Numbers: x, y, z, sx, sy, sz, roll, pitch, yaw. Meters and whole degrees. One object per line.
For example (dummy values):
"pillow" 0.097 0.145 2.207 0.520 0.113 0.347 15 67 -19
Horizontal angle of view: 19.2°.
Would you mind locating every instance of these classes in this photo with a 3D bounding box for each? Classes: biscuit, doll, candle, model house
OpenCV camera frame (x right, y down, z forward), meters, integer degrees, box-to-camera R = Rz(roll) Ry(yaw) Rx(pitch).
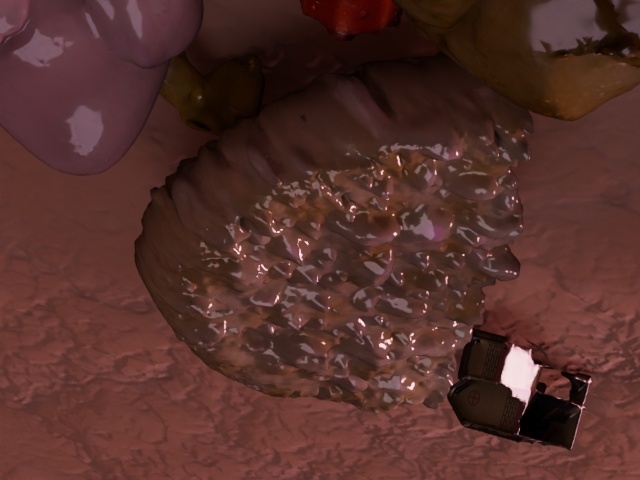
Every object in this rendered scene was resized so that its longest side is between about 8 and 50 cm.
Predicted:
"biscuit" 0.000 0.000 0.924 0.179 0.084 0.281 0 150 -10
"doll" -0.159 -0.123 0.779 0.160 0.094 0.365 -10 148 26
"candle" 0.018 -0.126 0.793 0.052 0.052 0.130 11 146 0
"model house" 0.104 0.084 1.071 0.083 0.057 0.058 17 177 -42

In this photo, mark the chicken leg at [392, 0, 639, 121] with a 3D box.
"chicken leg" 0.155 -0.127 0.591 0.429 0.201 0.153 13 180 32
